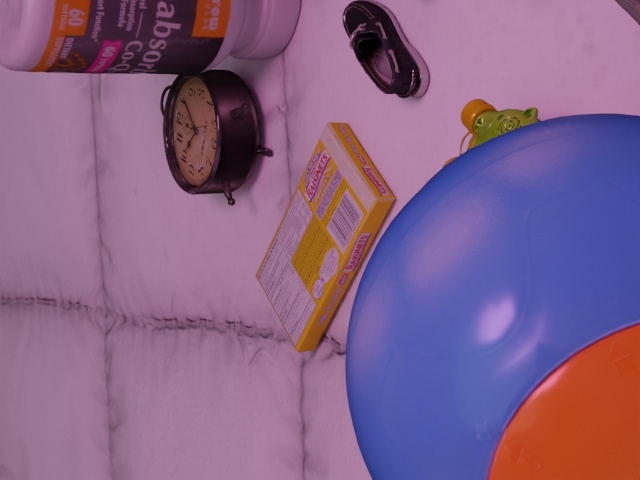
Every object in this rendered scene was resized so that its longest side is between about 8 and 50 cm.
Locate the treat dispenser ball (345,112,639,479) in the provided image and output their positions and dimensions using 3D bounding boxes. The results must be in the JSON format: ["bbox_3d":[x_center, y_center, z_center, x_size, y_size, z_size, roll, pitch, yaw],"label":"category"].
[{"bbox_3d":[0.157,0.073,0.718,0.288,0.288,0.288,10,102,56],"label":"treat dispenser ball"}]

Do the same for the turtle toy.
[{"bbox_3d":[0.140,-0.040,0.934,0.095,0.066,0.130,50,134,44],"label":"turtle toy"}]

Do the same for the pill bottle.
[{"bbox_3d":[-0.168,-0.239,1.192,0.162,0.278,0.162,11,103,57],"label":"pill bottle"}]

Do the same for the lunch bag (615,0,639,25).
[{"bbox_3d":[0.234,-0.252,0.665,0.235,0.169,0.287,144,115,-64],"label":"lunch bag"}]

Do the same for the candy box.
[{"bbox_3d":[0.000,0.000,1.192,0.105,0.027,0.206,62,140,36],"label":"candy box"}]

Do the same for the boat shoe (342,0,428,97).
[{"bbox_3d":[0.047,-0.167,1.089,0.125,0.038,0.046,60,139,34],"label":"boat shoe"}]

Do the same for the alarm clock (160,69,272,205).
[{"bbox_3d":[-0.123,-0.121,1.333,0.192,0.064,0.129,36,123,47],"label":"alarm clock"}]
